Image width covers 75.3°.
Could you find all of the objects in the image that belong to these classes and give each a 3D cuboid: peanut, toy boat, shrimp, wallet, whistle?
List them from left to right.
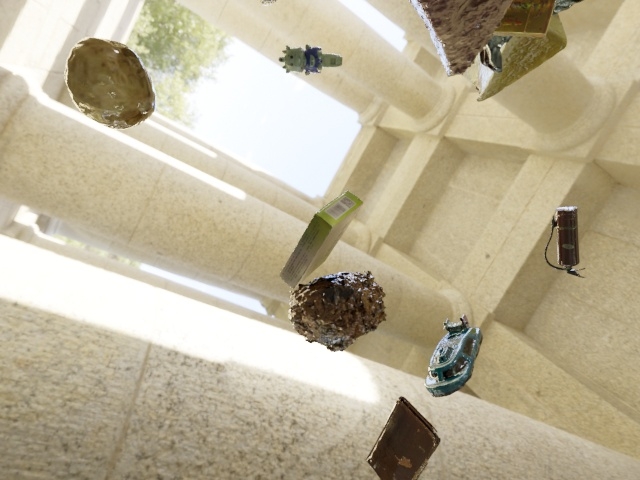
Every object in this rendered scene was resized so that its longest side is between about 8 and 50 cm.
[{"bbox_3d":[-0.372,-0.278,0.738,0.109,0.159,0.140,3,-137,27],"label":"peanut"},{"bbox_3d":[-0.037,-0.680,1.564,0.092,0.245,0.110,-107,-162,-62],"label":"whistle"},{"bbox_3d":[0.136,0.355,0.701,0.095,0.026,0.176,42,-55,39],"label":"wallet"},{"bbox_3d":[0.362,0.314,1.168,0.134,0.092,0.299,-28,-178,34],"label":"toy boat"},{"bbox_3d":[0.552,-0.582,0.978,0.411,0.222,0.165,-27,-110,49],"label":"shrimp"}]

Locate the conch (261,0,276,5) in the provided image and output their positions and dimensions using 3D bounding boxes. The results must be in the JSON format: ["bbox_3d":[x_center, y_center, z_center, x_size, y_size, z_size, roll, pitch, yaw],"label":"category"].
[{"bbox_3d":[-0.111,-0.701,0.939,0.324,0.186,0.263,-20,-122,54],"label":"conch"}]

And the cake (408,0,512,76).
[{"bbox_3d":[0.105,-0.231,0.373,0.113,0.115,0.295,-23,179,14],"label":"cake"}]

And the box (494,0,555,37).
[{"bbox_3d":[0.390,-0.467,0.852,0.156,0.022,0.088,18,-80,25],"label":"box"}]

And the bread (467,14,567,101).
[{"bbox_3d":[0.567,-0.639,1.364,0.362,0.245,0.233,-37,-128,55],"label":"bread"}]

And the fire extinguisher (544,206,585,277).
[{"bbox_3d":[0.536,0.006,0.914,0.078,0.045,0.157,-1,-77,37],"label":"fire extinguisher"}]

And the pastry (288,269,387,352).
[{"bbox_3d":[0.048,0.188,1.103,0.275,0.275,0.192,-9,-85,60],"label":"pastry"}]

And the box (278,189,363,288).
[{"bbox_3d":[0.000,-0.001,1.131,0.175,0.062,0.260,-39,165,-49],"label":"box"}]
